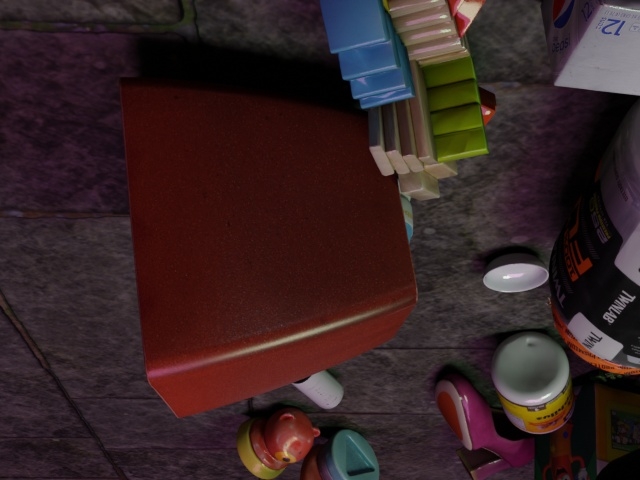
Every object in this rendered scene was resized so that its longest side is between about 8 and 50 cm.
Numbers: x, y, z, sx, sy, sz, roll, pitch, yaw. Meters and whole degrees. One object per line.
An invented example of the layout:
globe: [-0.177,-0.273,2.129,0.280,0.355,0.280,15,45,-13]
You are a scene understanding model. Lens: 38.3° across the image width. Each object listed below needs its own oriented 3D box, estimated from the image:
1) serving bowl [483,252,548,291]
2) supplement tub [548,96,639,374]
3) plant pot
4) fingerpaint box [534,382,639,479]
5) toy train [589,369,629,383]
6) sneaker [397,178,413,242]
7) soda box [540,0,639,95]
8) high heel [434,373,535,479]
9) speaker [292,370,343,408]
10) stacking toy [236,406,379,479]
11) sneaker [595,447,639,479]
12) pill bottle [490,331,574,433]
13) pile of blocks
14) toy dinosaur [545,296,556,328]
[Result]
serving bowl: [0.252,0.037,1.193,0.083,0.027,0.083,1,151,0]
supplement tub: [0.359,0.004,0.946,0.207,0.207,0.338,1,151,-2]
plant pot: [-0.046,0.006,0.882,0.235,0.267,0.267,-8,163,-5]
fingerpaint box: [0.592,0.483,1.637,0.444,0.371,0.163,16,157,-27]
toy train: [0.490,0.221,1.540,0.083,0.017,0.023,-24,132,37]
sneaker: [0.000,0.000,1.059,0.228,0.092,0.087,-18,148,32]
soda box: [0.332,-0.172,0.743,0.286,0.091,0.098,4,150,-8]
high heel: [0.316,0.306,1.650,0.181,0.127,0.377,-30,145,-5]
speaker: [-0.010,0.233,1.524,0.055,0.055,0.136,-11,150,19]
stacking toy: [0.004,0.463,1.733,0.309,0.280,0.130,26,131,-37]
sneaker: [0.499,0.455,1.356,0.257,0.169,0.448,15,119,8]
pill bottle: [0.340,0.234,1.460,0.117,0.117,0.215,-8,151,15]
pile of blocks: [0.085,-0.149,0.728,0.112,0.149,0.362,-11,149,17]
toy dinosaur: [0.348,0.078,1.231,0.082,0.047,0.090,10,132,43]
